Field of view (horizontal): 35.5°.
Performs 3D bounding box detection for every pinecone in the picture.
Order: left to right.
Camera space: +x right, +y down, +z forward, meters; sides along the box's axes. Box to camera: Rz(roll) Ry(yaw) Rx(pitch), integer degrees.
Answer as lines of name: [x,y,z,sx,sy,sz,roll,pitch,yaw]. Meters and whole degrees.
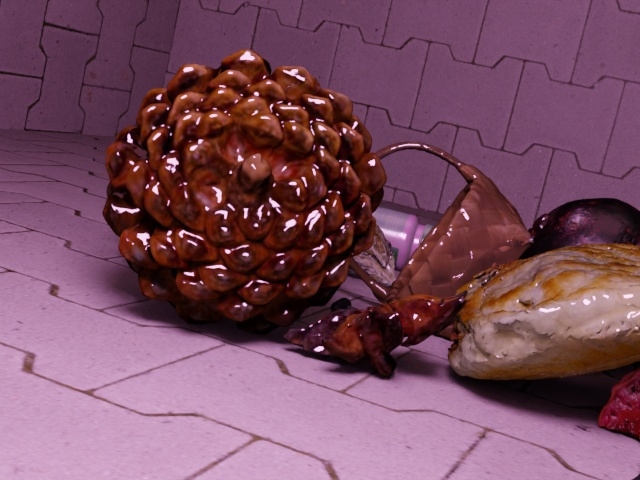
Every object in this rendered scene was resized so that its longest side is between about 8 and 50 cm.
pinecone: [-0.119,-0.058,1.430,0.397,0.398,0.398,13,8,-2]

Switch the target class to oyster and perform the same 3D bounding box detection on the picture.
oyster: [0.006,0.000,2.067,0.351,0.158,0.162,24,54,19]

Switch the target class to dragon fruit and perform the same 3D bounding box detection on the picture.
dragon fruit: [0.529,0.221,1.323,0.262,0.134,0.211,18,10,36]

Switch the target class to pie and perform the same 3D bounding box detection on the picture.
pie: [0.368,0.097,1.391,0.395,0.180,0.418,-9,-1,-6]

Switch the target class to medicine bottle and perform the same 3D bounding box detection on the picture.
medicine bottle: [0.138,-0.011,2.284,0.274,0.133,0.133,14,8,12]

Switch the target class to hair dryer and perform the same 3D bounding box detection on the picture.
hair dryer: [0.060,0.122,1.670,0.083,0.026,0.047,23,13,14]

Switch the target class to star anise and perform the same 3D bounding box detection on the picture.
star anise: [0.089,0.134,1.380,0.272,0.103,0.272,-13,-3,-1]

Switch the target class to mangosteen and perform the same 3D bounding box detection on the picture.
mangosteen: [0.484,0.083,1.781,0.297,0.313,0.297,-23,9,4]

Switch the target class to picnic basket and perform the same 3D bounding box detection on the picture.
picnic basket: [0.177,-0.016,1.766,0.337,0.293,0.337,34,9,-7]

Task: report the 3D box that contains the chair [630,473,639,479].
chair: [0.384,0.262,0.971,0.145,0.221,0.140,59,20,9]

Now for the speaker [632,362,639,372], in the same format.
speaker: [0.656,0.165,1.558,0.254,0.232,0.184,11,10,-6]
